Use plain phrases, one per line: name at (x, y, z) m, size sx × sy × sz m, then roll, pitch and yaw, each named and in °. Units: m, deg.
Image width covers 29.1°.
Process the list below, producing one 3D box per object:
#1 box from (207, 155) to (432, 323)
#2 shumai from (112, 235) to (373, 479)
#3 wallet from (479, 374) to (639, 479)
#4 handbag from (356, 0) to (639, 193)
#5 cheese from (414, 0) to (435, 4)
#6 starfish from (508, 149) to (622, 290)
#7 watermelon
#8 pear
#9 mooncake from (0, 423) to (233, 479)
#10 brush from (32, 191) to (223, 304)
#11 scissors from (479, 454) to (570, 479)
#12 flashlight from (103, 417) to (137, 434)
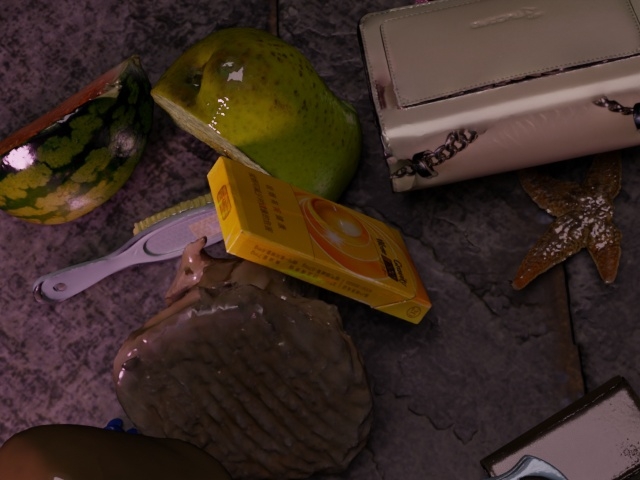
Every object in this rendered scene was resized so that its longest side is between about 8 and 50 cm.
box at (0.000, 0.000, 1.445) m, size 0.043 × 0.269 × 0.152 m, roll -53°, pitch 33°, yaw 26°
shumai at (-0.083, 0.131, 1.480) m, size 0.314 × 0.262 × 0.267 m, roll 34°, pitch 112°, yaw -19°
wallet at (0.297, 0.251, 1.433) m, size 0.198 × 0.031 × 0.110 m, roll -31°, pitch 69°, yaw -2°
handbag at (0.242, -0.189, 1.516) m, size 0.359 × 0.160 × 0.236 m, roll -12°, pitch 43°, yaw 5°
cheese at (0.249, -0.324, 1.640) m, size 0.244 × 0.062 × 0.155 m, roll 5°, pitch 72°, yaw 8°
starfish at (0.306, -0.045, 1.536) m, size 0.138 × 0.050 × 0.247 m, roll 2°, pitch 60°, yaw 8°
watermelon at (-0.356, -0.116, 1.591) m, size 0.303 × 0.128 × 0.159 m, roll -28°, pitch 72°, yaw 19°
pear at (-0.082, -0.178, 1.543) m, size 0.292 × 0.292 × 0.159 m, roll 35°, pitch 88°, yaw 19°
mooncake at (-0.264, 0.412, 1.243) m, size 0.467 × 0.262 × 0.467 m, roll -31°, pitch 47°, yaw 41°
brush at (-0.240, 0.002, 1.602) m, size 0.297 × 0.068 × 0.060 m, roll -22°, pitch 48°, yaw 2°
scissors at (0.339, 0.366, 1.370) m, size 0.360 × 0.029 × 0.191 m, roll 14°, pitch 89°, yaw 9°
flashlight at (-0.278, 0.268, 1.507) m, size 0.121 × 0.035 × 0.057 m, roll -42°, pitch 39°, yaw -25°
